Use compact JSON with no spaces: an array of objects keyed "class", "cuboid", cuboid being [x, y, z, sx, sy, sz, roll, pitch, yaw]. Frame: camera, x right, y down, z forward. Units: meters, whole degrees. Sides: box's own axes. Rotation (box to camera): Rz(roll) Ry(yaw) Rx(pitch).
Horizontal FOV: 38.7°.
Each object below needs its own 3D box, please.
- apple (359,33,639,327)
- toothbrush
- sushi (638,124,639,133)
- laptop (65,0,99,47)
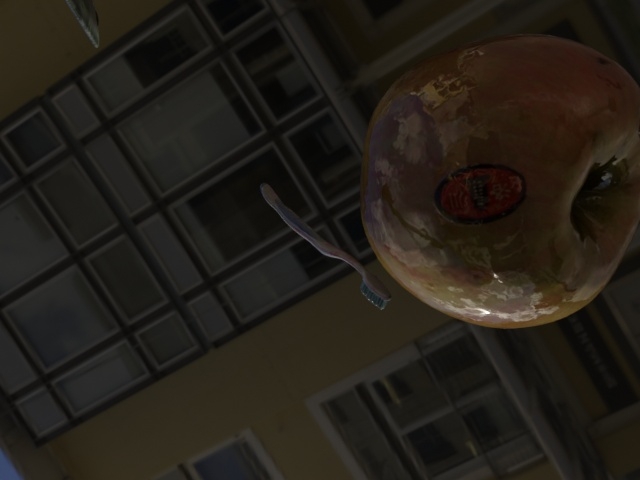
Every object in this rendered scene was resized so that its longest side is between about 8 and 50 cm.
[{"class":"apple","cuboid":[0.234,-0.076,1.206,0.346,0.391,0.391,20,161,46]},{"class":"toothbrush","cuboid":[0.000,0.000,1.134,0.021,0.027,0.269,6,-152,-45]},{"class":"sushi","cuboid":[0.424,-0.101,0.866,0.332,0.124,0.130,18,-111,-39]},{"class":"laptop","cuboid":[-0.186,-0.250,0.605,0.269,0.015,0.188,151,108,-84]}]
